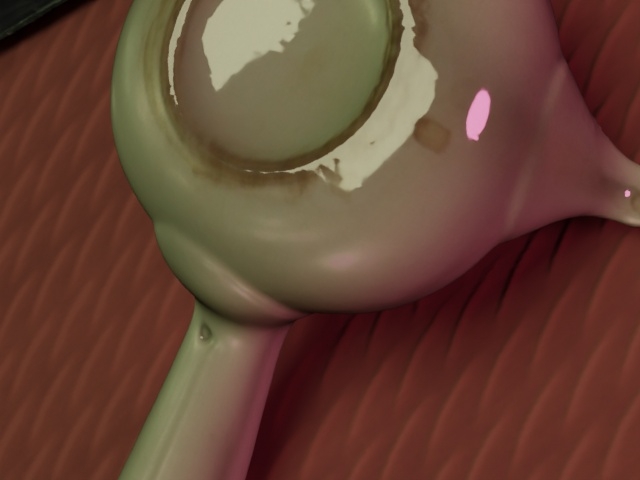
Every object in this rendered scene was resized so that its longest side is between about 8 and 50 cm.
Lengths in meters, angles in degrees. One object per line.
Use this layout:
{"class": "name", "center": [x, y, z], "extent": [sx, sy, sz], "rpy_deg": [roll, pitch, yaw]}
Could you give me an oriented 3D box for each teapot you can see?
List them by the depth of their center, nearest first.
{"class": "teapot", "center": [-0.023, -0.024, 0.839], "extent": [0.318, 0.149, 0.220], "rpy_deg": [-38, 63, 15]}

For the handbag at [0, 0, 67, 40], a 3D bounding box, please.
{"class": "handbag", "center": [-0.264, -0.259, 1.120], "extent": [0.303, 0.122, 0.329], "rpy_deg": [-27, 57, 24]}
